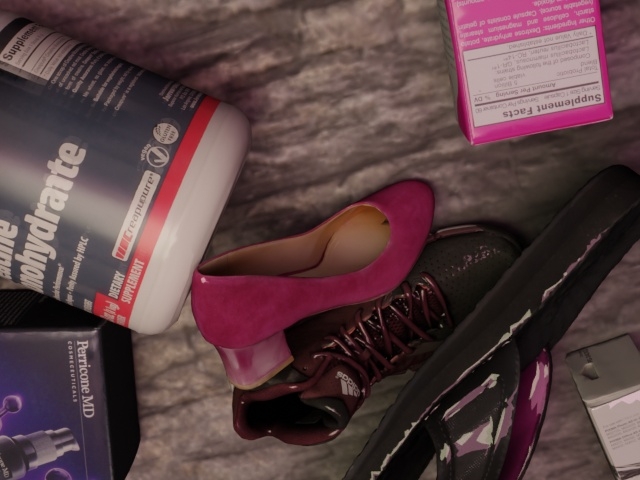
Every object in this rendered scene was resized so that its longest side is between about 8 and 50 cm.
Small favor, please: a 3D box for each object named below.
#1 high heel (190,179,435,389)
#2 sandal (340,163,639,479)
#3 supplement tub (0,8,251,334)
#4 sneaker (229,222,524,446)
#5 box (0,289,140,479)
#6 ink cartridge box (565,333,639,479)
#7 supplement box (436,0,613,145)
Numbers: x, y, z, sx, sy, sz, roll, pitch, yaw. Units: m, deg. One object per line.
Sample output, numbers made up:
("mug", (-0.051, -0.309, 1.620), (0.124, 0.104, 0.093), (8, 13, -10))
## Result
("high heel", (0.000, 0.000, 0.819), (0.244, 0.082, 0.117), (-37, 137, -23))
("sandal", (0.134, 0.141, 0.855), (0.107, 0.167, 0.446), (43, 107, 22))
("supplement tub", (-0.206, -0.059, 0.813), (0.272, 0.191, 0.191), (22, 105, -4))
("sneaker", (0.049, 0.093, 0.862), (0.281, 0.162, 0.106), (-30, 103, 10))
("box", (-0.268, 0.128, 0.912), (0.207, 0.108, 0.153), (-2, 105, 3))
("ink cartridge box", (0.270, 0.170, 0.903), (0.063, 0.109, 0.150), (-23, 104, 9))
("supplement box", (0.143, -0.195, 0.804), (0.114, 0.111, 0.220), (-9, 106, 4))
